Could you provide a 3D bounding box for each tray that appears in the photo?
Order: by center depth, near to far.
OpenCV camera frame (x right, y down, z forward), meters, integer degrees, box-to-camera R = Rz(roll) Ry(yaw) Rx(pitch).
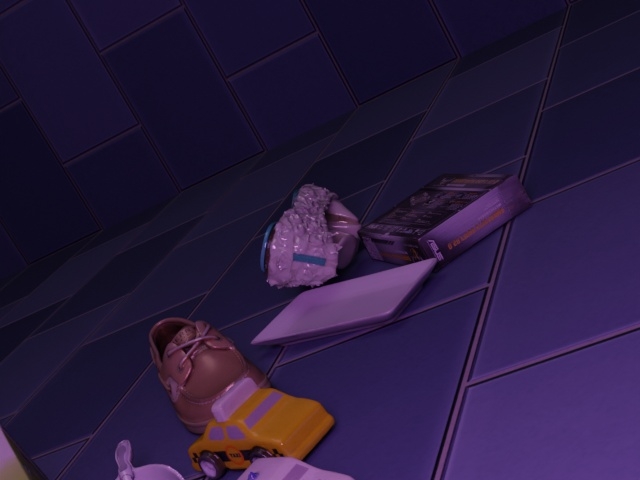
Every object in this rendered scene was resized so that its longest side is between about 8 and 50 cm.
[{"bbox_3d":[0.035,0.096,1.503,0.270,0.030,0.145,-17,19,42],"label":"tray"}]

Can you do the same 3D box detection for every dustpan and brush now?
[{"bbox_3d":[-0.220,0.293,1.246,0.147,0.060,0.211,-30,14,-1],"label":"dustpan and brush"}]

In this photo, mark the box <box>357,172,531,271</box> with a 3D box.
[{"bbox_3d":[0.179,-0.032,1.613,0.183,0.056,0.231,-33,14,-16],"label":"box"}]

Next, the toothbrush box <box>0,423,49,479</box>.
[{"bbox_3d":[-0.386,0.339,1.179,0.206,0.122,0.283,-39,23,-14],"label":"toothbrush box"}]

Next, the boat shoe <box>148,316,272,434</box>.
[{"bbox_3d":[-0.170,0.174,1.466,0.121,0.110,0.341,-34,14,-19],"label":"boat shoe"}]

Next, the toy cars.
[{"bbox_3d":[-0.067,0.226,1.120,0.176,0.087,0.394,-30,14,-2],"label":"toy cars"}]

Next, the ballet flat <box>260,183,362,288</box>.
[{"bbox_3d":[0.000,0.000,1.749,0.147,0.147,0.409,-26,9,13],"label":"ballet flat"}]
